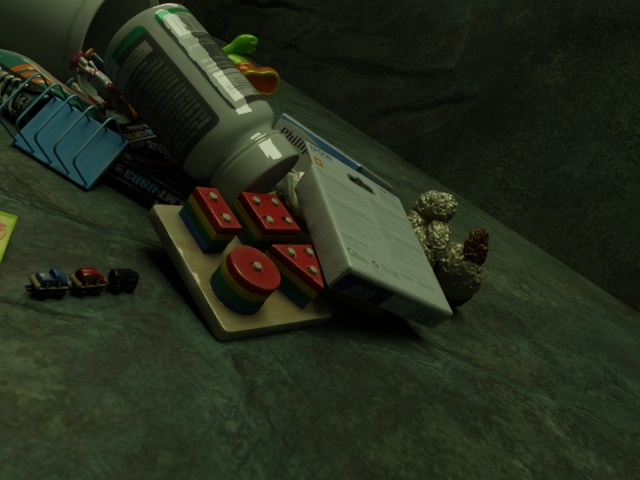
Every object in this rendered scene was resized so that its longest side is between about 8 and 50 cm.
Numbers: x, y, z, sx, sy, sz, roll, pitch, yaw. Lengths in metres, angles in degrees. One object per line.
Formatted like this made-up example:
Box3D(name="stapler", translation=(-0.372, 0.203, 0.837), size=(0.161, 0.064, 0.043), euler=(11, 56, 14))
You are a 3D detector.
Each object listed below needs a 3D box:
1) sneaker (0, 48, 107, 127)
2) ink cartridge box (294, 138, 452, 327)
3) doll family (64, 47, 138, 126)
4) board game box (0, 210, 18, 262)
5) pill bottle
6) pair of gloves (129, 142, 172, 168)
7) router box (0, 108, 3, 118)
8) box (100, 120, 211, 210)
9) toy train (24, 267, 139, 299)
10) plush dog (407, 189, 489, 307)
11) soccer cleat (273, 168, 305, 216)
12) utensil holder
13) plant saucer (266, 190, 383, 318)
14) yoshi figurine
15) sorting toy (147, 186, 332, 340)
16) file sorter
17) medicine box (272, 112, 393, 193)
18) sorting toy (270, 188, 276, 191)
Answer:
Box3D(name="sneaker", translation=(-0.579, -0.288, 1.139), size=(0.302, 0.108, 0.121), euler=(28, 15, -8))
Box3D(name="ink cartridge box", translation=(0.095, -0.009, 1.142), size=(0.324, 0.071, 0.330), euler=(25, 34, -42))
Box3D(name="doll family", translation=(-0.446, -0.326, 1.247), size=(0.163, 0.118, 0.263), euler=(44, -22, -19))
Box3D(name="board game box", translation=(-0.429, 0.014, 0.687), size=(0.092, 0.043, 0.181), euler=(19, 22, -26))
Box3D(name="pill bottle", translation=(-0.219, -0.243, 1.091), size=(0.361, 0.204, 0.204), euler=(51, 22, 3))
Box3D(name="pair of gloves", translation=(-0.328, -0.161, 1.112), size=(0.074, 0.010, 0.083), euler=(11, 25, -34))
Box3D(name="router box", translation=(-0.634, -0.211, 0.961), size=(0.179, 0.046, 0.133), euler=(16, 24, -32))
Box3D(name="box", translation=(-0.309, -0.144, 1.206), size=(0.294, 0.073, 0.295), euler=(30, 21, 3))
Box3D(name="toy train", translation=(-0.308, 0.054, 0.765), size=(0.027, 0.036, 0.158), euler=(40, 22, 29))
Box3D(name="plush dog", translation=(0.283, 0.047, 1.371), size=(0.226, 0.262, 0.211), euler=(29, 47, 23))
Box3D(name="soccer cleat", translation=(-0.041, -0.102, 1.228), size=(0.068, 0.076, 0.196), euler=(7, 29, -47))
Box3D(name="utensil holder", translation=(-0.652, -0.563, 1.418), size=(0.386, 0.327, 0.327), euler=(28, 19, 5))
Box3D(name="plant saucer", translation=(0.000, 0.000, 1.266), size=(0.333, 0.080, 0.332), euler=(26, 19, -8))
Box3D(name="yoshi figurine", translation=(-0.220, -0.367, 1.341), size=(0.362, 0.204, 0.203), euler=(38, -18, 39))
Box3D(name="sorting toy", translation=(-0.109, 0.023, 0.954), size=(0.257, 0.089, 0.255), euler=(1, 47, -53))
Box3D(name="file sorter", translation=(-0.449, -0.195, 1.012), size=(0.170, 0.118, 0.104), euler=(31, -21, 6))
Box3D(name="medicine box", translation=(0.015, -0.178, 1.547), size=(0.264, 0.149, 0.289), euler=(38, 9, 23))
Box3D(name="sorting toy", translation=(-0.262, -0.198, 1.452), size=(0.348, 0.047, 0.196), euler=(27, 15, -6))
